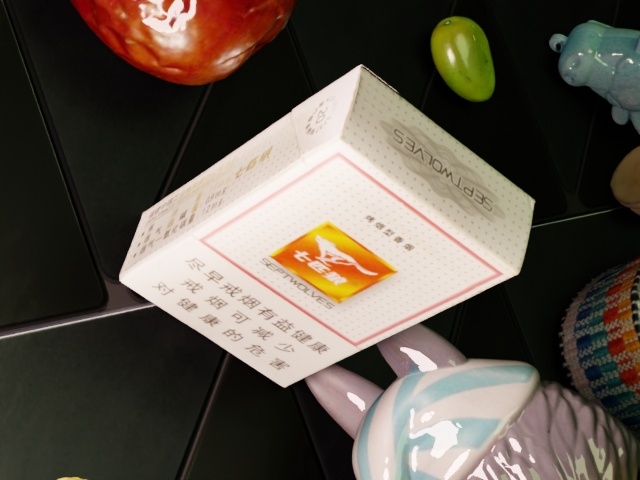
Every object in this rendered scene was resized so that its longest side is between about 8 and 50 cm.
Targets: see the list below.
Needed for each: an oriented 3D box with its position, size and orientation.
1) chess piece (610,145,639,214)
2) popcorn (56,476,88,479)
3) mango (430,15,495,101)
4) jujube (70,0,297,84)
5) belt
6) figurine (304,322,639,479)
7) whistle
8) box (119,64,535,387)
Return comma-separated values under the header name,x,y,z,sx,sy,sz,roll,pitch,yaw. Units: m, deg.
name,x,y,z,sx,sy,sz,roll,pitch,yaw
chess piece,0.459,-0.049,2.031,0.170,0.094,0.094,32,51,-35
popcorn,-0.197,0.290,1.194,0.266,0.192,0.233,17,63,-15
mango,0.170,-0.212,1.873,0.073,0.056,0.108,-37,98,-40
jujube,-0.161,-0.304,1.534,0.318,0.223,0.223,50,45,0
belt,0.423,0.105,1.861,0.295,0.160,0.206,-25,86,-45
figurine,0.108,0.263,1.523,0.378,0.266,0.361,37,69,22
whistle,0.422,-0.211,2.020,0.274,0.186,0.093,20,51,8
box,0.000,0.001,1.417,0.210,0.330,0.095,35,51,-24
